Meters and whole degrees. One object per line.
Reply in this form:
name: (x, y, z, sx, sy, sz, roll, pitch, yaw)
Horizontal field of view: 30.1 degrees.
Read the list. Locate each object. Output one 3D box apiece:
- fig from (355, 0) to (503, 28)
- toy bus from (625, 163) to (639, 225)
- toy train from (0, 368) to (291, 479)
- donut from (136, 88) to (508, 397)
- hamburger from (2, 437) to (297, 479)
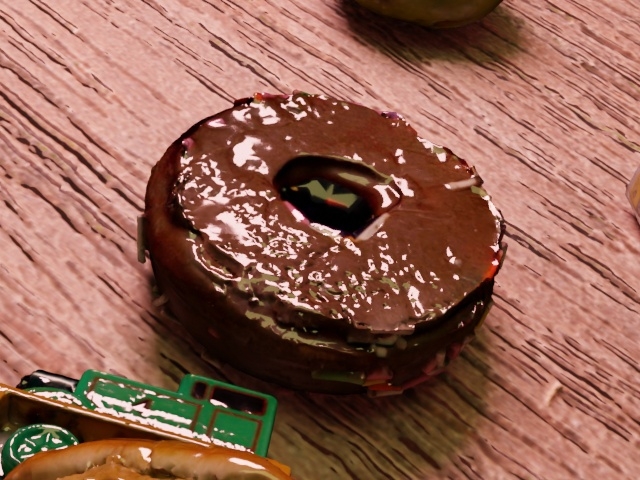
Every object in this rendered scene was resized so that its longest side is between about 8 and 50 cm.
fig: (0.080, -0.326, 1.163, 0.206, 0.206, 0.275, -5, 33, -21)
toy bus: (0.436, -0.026, 1.008, 0.343, 0.097, 0.138, 0, 52, -18)
toy train: (-0.109, 0.132, 0.691, 0.228, 0.091, 0.136, 16, 33, 2)
donut: (0.000, 0.000, 0.846, 0.270, 0.103, 0.269, 10, 43, -10)
hamburger: (-0.065, 0.221, 0.513, 0.260, 0.245, 0.211, 44, 39, -8)
